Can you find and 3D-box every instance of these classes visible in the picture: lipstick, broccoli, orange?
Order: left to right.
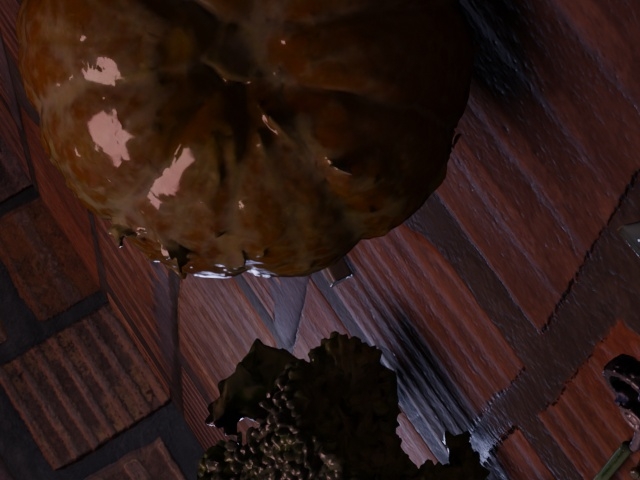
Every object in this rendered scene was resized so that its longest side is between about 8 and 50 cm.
[{"bbox_3d":[-0.051,-0.133,1.043,0.329,0.329,0.249,62,-178,-9],"label":"orange"},{"bbox_3d":[0.000,0.000,1.670,0.107,0.025,0.025,63,165,12],"label":"lipstick"},{"bbox_3d":[0.030,0.268,1.619,0.277,0.338,0.317,-45,51,45],"label":"broccoli"}]

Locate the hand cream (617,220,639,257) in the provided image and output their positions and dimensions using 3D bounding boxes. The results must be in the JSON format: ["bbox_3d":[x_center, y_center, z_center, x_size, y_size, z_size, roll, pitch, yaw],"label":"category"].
[{"bbox_3d":[0.249,0.005,0.854,0.111,0.070,0.312,49,167,6],"label":"hand cream"}]

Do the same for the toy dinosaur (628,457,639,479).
[{"bbox_3d":[0.265,0.190,1.155,0.037,0.058,0.180,19,139,32],"label":"toy dinosaur"}]

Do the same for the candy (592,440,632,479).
[{"bbox_3d":[0.230,0.242,1.348,0.091,0.083,0.305,48,154,19],"label":"candy"}]

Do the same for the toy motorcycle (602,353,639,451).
[{"bbox_3d":[0.272,0.136,1.011,0.114,0.076,0.205,53,168,-18],"label":"toy motorcycle"}]
